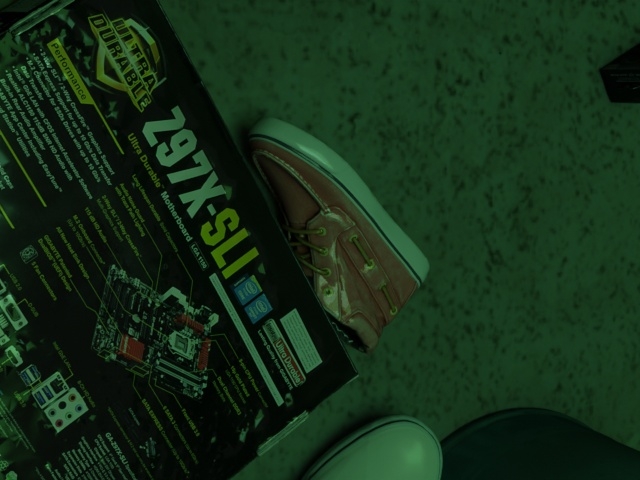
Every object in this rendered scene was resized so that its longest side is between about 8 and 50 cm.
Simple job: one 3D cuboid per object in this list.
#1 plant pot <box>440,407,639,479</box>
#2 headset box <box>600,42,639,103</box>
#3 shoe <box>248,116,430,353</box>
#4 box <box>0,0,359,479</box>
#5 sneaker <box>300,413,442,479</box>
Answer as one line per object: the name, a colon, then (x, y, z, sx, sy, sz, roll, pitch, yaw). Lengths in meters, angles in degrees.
plant pot: (0.213, 0.279, 1.031, 0.271, 0.255, 0.272, -4, 98, -31)
headset box: (0.266, -0.135, 1.128, 0.083, 0.062, 0.032, -32, 110, -24)
shoe: (0.000, 0.000, 0.982, 0.178, 0.063, 0.081, 46, 67, -31)
box: (-0.152, 0.027, 0.887, 0.257, 0.079, 0.322, -38, 113, -24)
sneaker: (0.003, 0.225, 0.982, 0.094, 0.091, 0.258, 42, 73, -7)
